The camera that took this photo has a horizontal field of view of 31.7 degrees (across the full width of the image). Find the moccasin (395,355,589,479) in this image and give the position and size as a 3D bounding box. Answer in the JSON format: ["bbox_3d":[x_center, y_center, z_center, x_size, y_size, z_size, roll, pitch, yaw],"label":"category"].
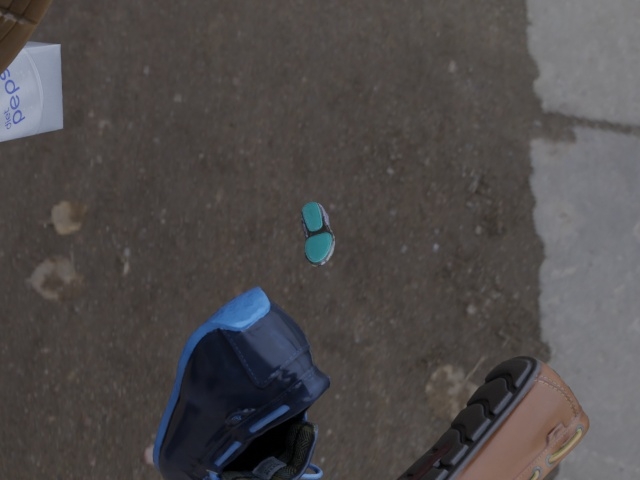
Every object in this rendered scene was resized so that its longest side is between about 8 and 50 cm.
[{"bbox_3d":[0.143,0.298,1.205,0.380,0.139,0.147,-46,102,-20],"label":"moccasin"}]

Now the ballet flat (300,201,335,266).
[{"bbox_3d":[0.000,0.000,1.397,0.041,0.041,0.114,3,41,-10],"label":"ballet flat"}]

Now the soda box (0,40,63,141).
[{"bbox_3d":[-0.370,-0.132,1.048,0.098,0.091,0.286,11,18,27],"label":"soda box"}]

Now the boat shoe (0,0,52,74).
[{"bbox_3d":[-0.184,-0.245,0.623,0.123,0.341,0.123,11,21,-15],"label":"boat shoe"}]

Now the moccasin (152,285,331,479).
[{"bbox_3d":[-0.067,0.172,0.953,0.138,0.342,0.117,-39,72,-23],"label":"moccasin"}]
